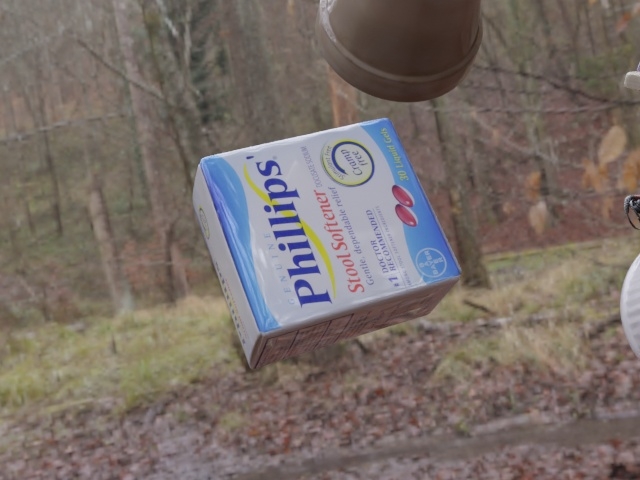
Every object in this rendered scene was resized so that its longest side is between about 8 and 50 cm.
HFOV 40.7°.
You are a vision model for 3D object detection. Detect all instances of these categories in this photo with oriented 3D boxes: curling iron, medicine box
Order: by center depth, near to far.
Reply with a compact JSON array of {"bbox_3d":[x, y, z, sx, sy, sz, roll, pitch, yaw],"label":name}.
[{"bbox_3d":[0.000,0.000,1.197,0.289,0.263,0.149,-15,-21,-19],"label":"medicine box"},{"bbox_3d":[0.679,-0.064,1.691,0.274,0.068,0.035,-7,-8,-40],"label":"curling iron"}]

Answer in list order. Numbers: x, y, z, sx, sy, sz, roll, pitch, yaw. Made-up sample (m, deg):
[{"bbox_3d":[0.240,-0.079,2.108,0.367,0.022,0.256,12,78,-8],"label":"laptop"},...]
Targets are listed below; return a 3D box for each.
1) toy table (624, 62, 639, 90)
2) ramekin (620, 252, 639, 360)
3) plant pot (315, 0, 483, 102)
[{"bbox_3d":[0.689,-0.271,1.528,0.274,0.252,0.161,6,22,31],"label":"toy table"},{"bbox_3d":[0.597,0.099,1.284,0.273,0.272,0.127,-10,-13,4],"label":"ramekin"},{"bbox_3d":[0.165,-0.463,1.563,0.323,0.323,0.280,-9,-25,-13],"label":"plant pot"}]
